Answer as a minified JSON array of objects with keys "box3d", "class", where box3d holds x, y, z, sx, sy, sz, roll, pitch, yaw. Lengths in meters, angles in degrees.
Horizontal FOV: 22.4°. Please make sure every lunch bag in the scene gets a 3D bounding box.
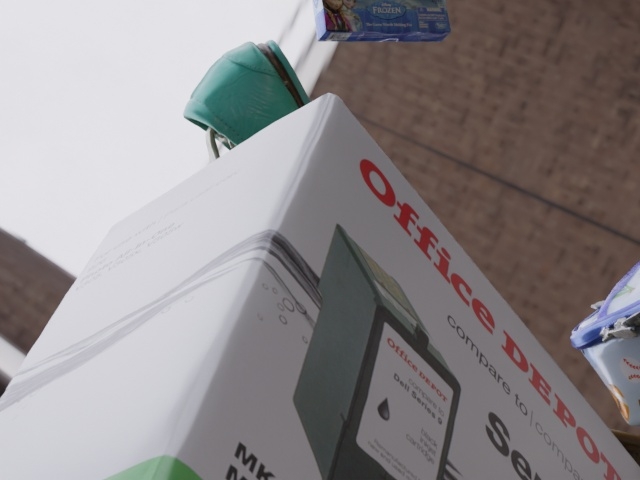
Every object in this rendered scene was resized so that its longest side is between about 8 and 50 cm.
[{"box3d":[0.332,0.019,1.252,0.303,0.243,0.115,-35,-89,-44],"class":"lunch bag"}]

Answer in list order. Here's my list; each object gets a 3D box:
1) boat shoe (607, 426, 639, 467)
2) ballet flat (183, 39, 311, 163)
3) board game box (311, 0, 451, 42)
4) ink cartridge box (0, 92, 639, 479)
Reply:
[{"box3d":[0.156,0.162,1.224,0.098,0.302,0.109,83,-153,-77],"class":"boat shoe"},{"box3d":[0.000,0.000,0.967,0.087,0.083,0.247,-34,-89,-2],"class":"ballet flat"},{"box3d":[0.036,-0.175,1.062,0.090,0.020,0.090,-3,-106,-22],"class":"board game box"},{"box3d":[-0.004,0.112,0.509,0.211,0.121,0.289,50,-152,-17],"class":"ink cartridge box"}]
